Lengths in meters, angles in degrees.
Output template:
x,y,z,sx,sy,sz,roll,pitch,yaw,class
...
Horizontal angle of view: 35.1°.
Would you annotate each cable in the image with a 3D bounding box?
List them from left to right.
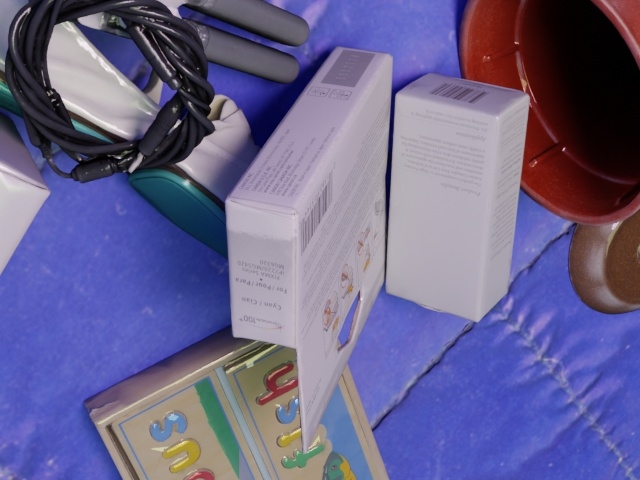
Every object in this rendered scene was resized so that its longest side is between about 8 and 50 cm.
x,y,z,sx,sy,sz,roll,pitch,yaw,class
-0.157,-0.118,0.768,0.150,0.047,0.185,-2,134,-2,cable

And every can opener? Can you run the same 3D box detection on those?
x,y,z,sx,sy,sz,roll,pitch,yaw,class
-0.113,-0.195,0.861,0.280,0.093,0.074,6,103,-54,can opener

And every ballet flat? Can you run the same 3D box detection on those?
x,y,z,sx,sy,sz,roll,pitch,yaw,class
-0.148,-0.106,0.913,0.400,0.139,0.139,36,93,-31,ballet flat

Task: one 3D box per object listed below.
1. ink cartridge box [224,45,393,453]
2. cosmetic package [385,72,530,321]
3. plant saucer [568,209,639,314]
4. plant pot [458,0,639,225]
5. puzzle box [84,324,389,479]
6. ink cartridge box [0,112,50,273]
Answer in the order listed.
x,y,z,sx,sy,sz,roll,pitch,yaw,class
0.000,0.000,0.938,0.066,0.296,0.261,10,126,15,ink cartridge box
0.139,-0.044,1.047,0.085,0.117,0.231,-35,135,-48,cosmetic package
0.401,0.007,1.259,0.198,0.036,0.199,-9,113,-22,plant saucer
0.330,-0.192,1.030,0.265,0.272,0.273,-27,119,-23,plant pot
-0.062,0.281,1.142,0.272,0.052,0.409,-27,119,-13,puzzle box
-0.358,0.029,0.800,0.131,0.226,0.306,30,96,-32,ink cartridge box
